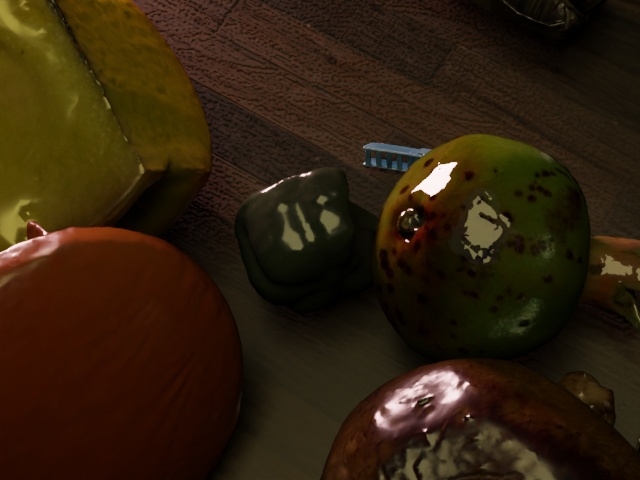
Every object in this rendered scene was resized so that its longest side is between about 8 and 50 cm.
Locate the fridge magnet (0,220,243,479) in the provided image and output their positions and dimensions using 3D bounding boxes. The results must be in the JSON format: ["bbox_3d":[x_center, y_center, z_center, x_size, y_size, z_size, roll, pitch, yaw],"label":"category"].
[{"bbox_3d":[-0.240,0.154,1.435,0.363,0.363,0.155,-44,38,-10],"label":"fridge magnet"}]

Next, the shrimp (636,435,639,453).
[{"bbox_3d":[0.420,0.248,1.434,0.262,0.066,0.117,34,91,34],"label":"shrimp"}]

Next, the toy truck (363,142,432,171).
[{"bbox_3d":[0.106,-0.063,1.607,0.136,0.063,0.074,10,47,10],"label":"toy truck"}]

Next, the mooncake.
[{"bbox_3d":[0.000,0.000,1.537,0.168,0.175,0.104,-46,55,36],"label":"mooncake"}]

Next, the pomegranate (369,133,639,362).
[{"bbox_3d":[0.187,0.035,1.475,0.286,0.231,0.231,35,75,-13],"label":"pomegranate"}]

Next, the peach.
[{"bbox_3d":[-0.312,-0.129,1.602,0.306,0.242,0.380,-40,77,14],"label":"peach"}]

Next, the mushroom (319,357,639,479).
[{"bbox_3d":[0.151,0.273,1.385,0.345,0.239,0.345,-18,57,29],"label":"mushroom"}]

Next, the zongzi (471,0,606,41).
[{"bbox_3d":[0.228,-0.407,1.633,0.289,0.154,0.317,31,104,15],"label":"zongzi"}]
